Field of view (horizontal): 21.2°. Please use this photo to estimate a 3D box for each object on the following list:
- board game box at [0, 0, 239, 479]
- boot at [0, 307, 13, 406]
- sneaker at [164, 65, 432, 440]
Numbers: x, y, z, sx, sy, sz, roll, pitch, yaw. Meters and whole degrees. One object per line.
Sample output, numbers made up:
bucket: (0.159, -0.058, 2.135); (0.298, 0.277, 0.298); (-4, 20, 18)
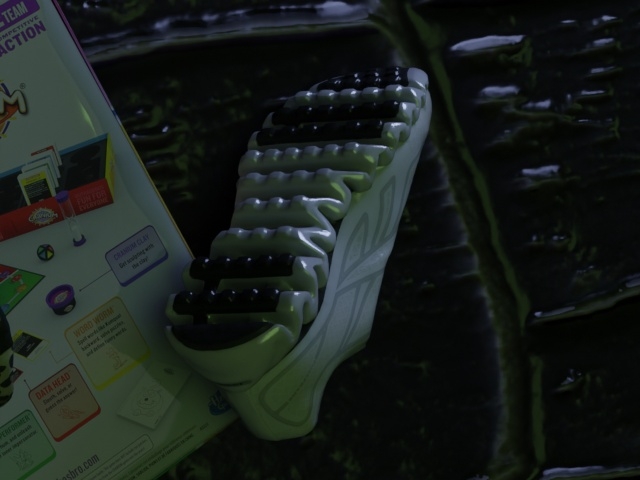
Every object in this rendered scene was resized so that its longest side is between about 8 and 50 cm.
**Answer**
board game box: (-0.203, 0.027, 1.032); (0.242, 0.064, 0.316); (-34, 109, -22)
boot: (-0.254, 0.047, 0.878); (0.178, 0.085, 0.236); (-26, 144, -26)
sneaker: (0.000, 0.000, 1.100); (0.292, 0.110, 0.118); (-60, 138, -37)
